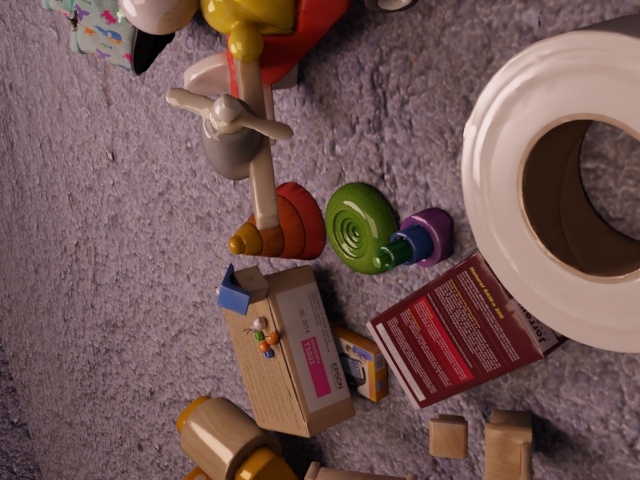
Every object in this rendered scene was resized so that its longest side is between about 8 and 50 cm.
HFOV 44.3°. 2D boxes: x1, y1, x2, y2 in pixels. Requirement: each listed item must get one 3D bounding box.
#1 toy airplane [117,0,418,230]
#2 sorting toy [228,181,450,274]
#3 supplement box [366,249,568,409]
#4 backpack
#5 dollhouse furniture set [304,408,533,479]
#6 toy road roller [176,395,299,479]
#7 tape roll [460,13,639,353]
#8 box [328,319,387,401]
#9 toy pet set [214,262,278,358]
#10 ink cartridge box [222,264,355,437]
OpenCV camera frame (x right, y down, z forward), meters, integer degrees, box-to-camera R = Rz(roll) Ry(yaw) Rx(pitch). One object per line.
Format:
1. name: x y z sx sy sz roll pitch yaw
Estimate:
1. toy airplane: -0.097 -0.256 0.879 0.386 0.273 0.384 49 133 51
2. sorting toy: 0.000 0.000 1.025 0.366 0.126 0.127 7 114 51
3. supplement box: 0.165 0.100 0.912 0.130 0.073 0.239 60 145 8
4. backpack: -0.269 -0.362 1.073 0.191 0.225 0.253 17 151 -2
5. dollhouse furniture set: 0.065 0.355 0.927 0.356 0.174 0.303 2 106 14
6. toy road roller: -0.160 0.450 1.325 0.203 0.240 0.329 27 150 41
7. tape roll: 0.263 -0.048 0.686 0.286 0.100 0.286 27 128 42
8. box: 0.040 0.172 1.149 0.136 0.028 0.081 19 122 44
9. toy pet set: -0.112 0.095 1.082 0.122 0.065 0.114 55 146 30
10. ink cartridge box: -0.056 0.164 1.181 0.193 0.088 0.234 -15 91 61
